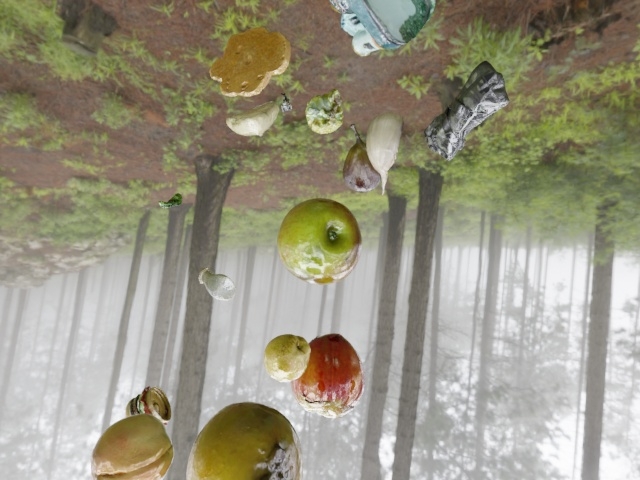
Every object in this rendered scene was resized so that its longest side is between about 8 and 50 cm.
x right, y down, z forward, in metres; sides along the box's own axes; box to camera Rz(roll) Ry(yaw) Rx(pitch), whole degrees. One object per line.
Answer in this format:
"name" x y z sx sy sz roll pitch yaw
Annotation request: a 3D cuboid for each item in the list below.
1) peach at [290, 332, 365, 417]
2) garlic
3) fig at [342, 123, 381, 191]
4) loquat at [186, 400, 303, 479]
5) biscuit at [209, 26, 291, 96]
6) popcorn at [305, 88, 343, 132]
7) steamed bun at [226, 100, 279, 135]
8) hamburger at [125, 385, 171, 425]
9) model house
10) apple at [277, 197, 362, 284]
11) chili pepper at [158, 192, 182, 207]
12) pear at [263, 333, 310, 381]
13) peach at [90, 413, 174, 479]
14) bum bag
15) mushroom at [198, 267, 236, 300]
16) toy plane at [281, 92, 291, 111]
"peach" 0.035 0.597 1.882 0.369 0.371 0.370 7 175 1
"garlic" 0.167 -0.234 1.061 0.090 0.199 0.129 1 157 18
"fig" 0.161 -0.339 1.702 0.145 0.275 0.170 -24 -152 -25
"loquat" -0.217 0.625 1.163 0.328 0.329 0.359 12 152 -42
"biscuit" -0.273 -0.674 1.596 0.375 0.270 0.051 0 170 28
"popcorn" 0.026 -0.609 1.956 0.197 0.198 0.212 11 152 -33
"steamed bun" -0.274 -0.481 1.720 0.230 0.111 0.213 -19 -153 3
"hamburger" -0.672 0.658 1.606 0.136 0.176 0.175 -26 177 -5
"model house" 0.087 -0.556 0.957 0.253 0.184 0.291 45 171 -26
"apple" 0.000 0.000 1.597 0.338 0.341 0.339 7 175 1
"chili pepper" -0.410 -0.106 1.152 0.030 0.034 0.091 -24 -167 25
"pear" -0.117 0.414 1.494 0.177 0.178 0.178 7 175 1
"peach" -0.446 0.511 0.983 0.183 0.185 0.184 7 175 1
"bum bag" 0.436 -0.379 1.282 0.095 0.144 0.340 -13 160 -30
"mushroom" -0.458 0.193 1.840 0.093 0.116 0.225 4 -173 -41
"toy plane" -0.107 -0.423 1.290 0.031 0.049 0.121 -10 -148 -3
